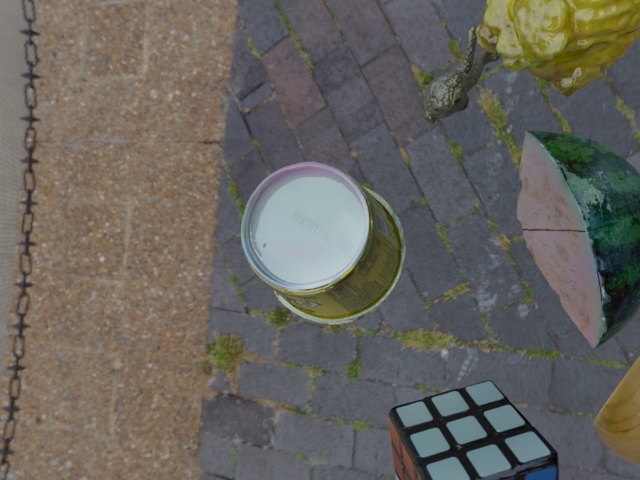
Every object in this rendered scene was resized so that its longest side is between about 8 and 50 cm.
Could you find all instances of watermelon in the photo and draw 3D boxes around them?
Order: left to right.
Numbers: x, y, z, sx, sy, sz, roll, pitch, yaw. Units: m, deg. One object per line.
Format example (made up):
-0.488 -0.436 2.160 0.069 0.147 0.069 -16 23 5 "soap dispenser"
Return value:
0.521 -0.028 0.990 0.222 0.292 0.319 -14 46 -6 "watermelon"

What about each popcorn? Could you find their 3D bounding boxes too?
0.313 -0.308 0.704 0.203 0.225 0.200 55 128 22 "popcorn"

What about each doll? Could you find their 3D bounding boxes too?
0.315 -0.350 1.176 0.091 0.286 0.203 39 120 8 "doll"

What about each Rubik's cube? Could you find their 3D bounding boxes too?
0.193 0.306 0.703 0.162 0.163 0.161 -14 114 -10 "Rubik's cube"

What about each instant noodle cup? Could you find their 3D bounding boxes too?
0.000 0.000 1.085 0.325 0.254 0.326 -3 78 13 "instant noodle cup"

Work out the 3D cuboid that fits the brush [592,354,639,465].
0.395 0.169 0.538 0.166 0.174 0.267 40 142 31 "brush"
